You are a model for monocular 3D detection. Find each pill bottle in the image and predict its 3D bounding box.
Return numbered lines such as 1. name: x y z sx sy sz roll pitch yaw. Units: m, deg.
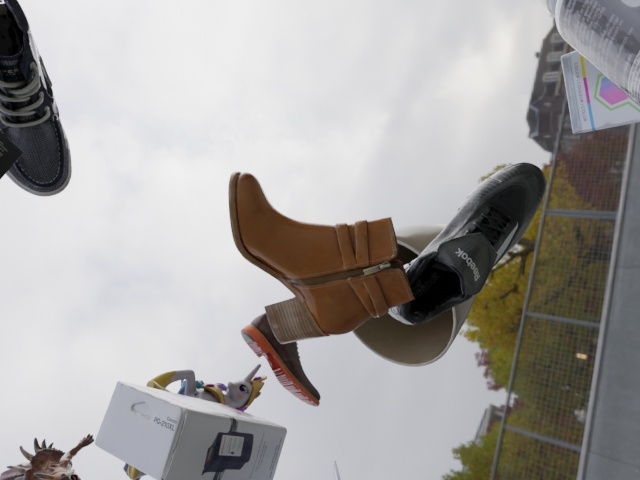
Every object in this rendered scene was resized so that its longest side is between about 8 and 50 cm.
1. pill bottle: 0.189 -0.133 0.289 0.078 0.078 0.137 41 -158 -49

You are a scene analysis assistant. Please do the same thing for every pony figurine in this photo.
1. pony figurine: -0.305 0.482 1.260 0.364 0.303 0.350 12 -89 -45

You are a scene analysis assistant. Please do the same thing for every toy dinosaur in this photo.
1. toy dinosaur: -0.646 0.532 1.124 0.127 0.296 0.200 66 -172 25

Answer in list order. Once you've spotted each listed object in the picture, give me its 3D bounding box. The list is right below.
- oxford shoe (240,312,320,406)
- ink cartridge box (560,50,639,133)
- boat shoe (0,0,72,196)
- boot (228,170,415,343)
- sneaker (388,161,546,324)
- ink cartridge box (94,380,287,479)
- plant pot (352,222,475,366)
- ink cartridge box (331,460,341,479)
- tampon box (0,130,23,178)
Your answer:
1. oxford shoe: -0.077 0.296 1.251 0.098 0.097 0.271 -41 -83 -31
2. ink cartridge box: 0.411 -0.205 0.608 0.062 0.209 0.108 -20 -79 -29
3. boat shoe: -0.486 -0.228 0.790 0.127 0.158 0.340 -25 -69 -28
4. boot: 0.000 0.000 0.516 0.073 0.153 0.197 -48 -63 -75
5. sneaker: 0.162 0.011 0.541 0.234 0.078 0.106 -46 0 8
6. ink cartridge box: -0.196 0.307 0.787 0.237 0.172 0.100 37 -116 -49
7. plant pot: 0.209 0.069 0.998 0.274 0.257 0.256 -28 -62 -45
8. ink cartridge box: 0.023 0.540 0.775 0.165 0.065 0.332 174 107 -86
9. tampon box: -0.513 -0.090 0.665 0.101 0.121 0.161 56 -147 -39
